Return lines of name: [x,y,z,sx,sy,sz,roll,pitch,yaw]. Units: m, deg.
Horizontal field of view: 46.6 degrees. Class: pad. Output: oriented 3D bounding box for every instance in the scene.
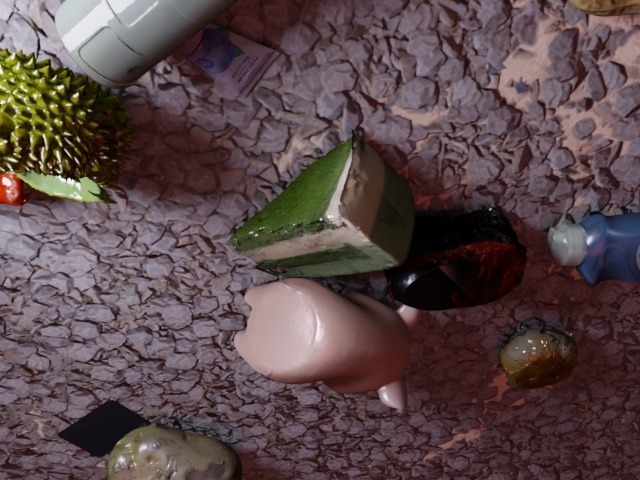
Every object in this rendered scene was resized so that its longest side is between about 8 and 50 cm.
pad: [-0.426,0.374,1.468,0.157,0.003,0.112,-34,125,18]

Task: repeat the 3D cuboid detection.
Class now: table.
table: [-0.191,-0.289,0.871,0.220,0.126,0.126,-29,127,27]

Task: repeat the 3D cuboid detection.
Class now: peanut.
peanut: [0.410,-0.332,0.961,0.194,0.093,0.083,-10,143,-2]

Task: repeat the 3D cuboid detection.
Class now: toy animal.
toy animal: [0.019,0.170,1.243,0.256,0.195,0.213,14,172,-41]

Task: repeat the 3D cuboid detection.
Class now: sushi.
sushi: [0.211,0.031,1.209,0.225,0.126,0.136,-12,128,-6]

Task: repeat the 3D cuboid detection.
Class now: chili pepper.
chili pepper: [-0.469,-0.084,1.055,0.123,0.073,0.070,3,170,-8]

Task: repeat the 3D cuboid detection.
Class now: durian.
durian: [-0.353,-0.141,0.943,0.237,0.200,0.176,26,96,-39]

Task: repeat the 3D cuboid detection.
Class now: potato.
potato: [-0.284,0.451,1.457,0.262,0.165,0.165,16,125,-16]

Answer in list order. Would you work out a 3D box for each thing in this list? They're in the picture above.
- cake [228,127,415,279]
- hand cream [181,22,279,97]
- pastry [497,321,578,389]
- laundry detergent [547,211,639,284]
cake: [-0.004,0.002,1.124,0.283,0.172,0.158,-36,122,22]
hand cream: [-0.132,-0.248,0.985,0.142,0.053,0.084,24,122,-36]
pastry: [0.415,0.226,1.415,0.153,0.081,0.153,-6,128,-8]
laundry detergent: [0.520,0.011,1.258,0.290,0.094,0.143,2,134,-6]
